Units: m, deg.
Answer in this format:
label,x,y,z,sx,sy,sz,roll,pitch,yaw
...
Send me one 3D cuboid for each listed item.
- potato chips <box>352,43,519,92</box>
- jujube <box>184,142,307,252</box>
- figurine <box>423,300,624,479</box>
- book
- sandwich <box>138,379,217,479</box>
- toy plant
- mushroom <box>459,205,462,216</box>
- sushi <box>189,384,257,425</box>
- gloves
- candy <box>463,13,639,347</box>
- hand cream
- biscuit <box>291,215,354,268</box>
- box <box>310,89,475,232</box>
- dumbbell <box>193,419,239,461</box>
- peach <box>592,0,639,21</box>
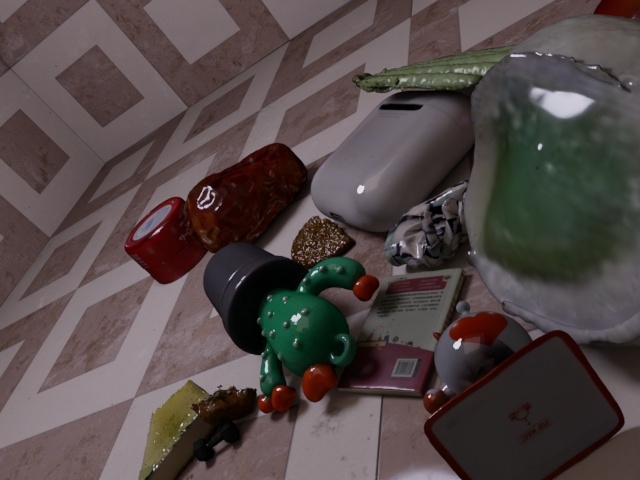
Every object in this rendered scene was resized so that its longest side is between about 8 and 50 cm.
label,x,y,z,sx,sy,sz,roll,pitch,yaw
potato chips,0.275,-0.359,1.329,0.358,0.070,0.429,-22,20,-36
jujube,-0.184,-0.114,1.590,0.342,0.216,0.216,-38,25,-22
figurine,0.205,0.161,0.764,0.183,0.160,0.226,-37,19,6
book,0.129,0.142,0.993,0.162,0.022,0.232,-10,40,42
sandwich,-0.276,0.355,1.155,0.193,0.058,0.162,-52,28,-17
toy plant,-0.064,0.120,1.100,0.279,0.185,0.400,-38,32,-14
mushroom,0.275,-0.057,1.105,0.101,0.019,0.049,-30,29,24
sushi,-0.167,0.284,1.090,0.062,0.117,0.060,-63,40,37
gloves,0.207,-0.023,1.053,0.212,0.111,0.127,-18,11,41
candy,0.332,-0.061,0.738,0.186,0.387,0.427,-4,22,-16
hand cream,-0.430,-0.004,1.767,0.230,0.149,0.230,-33,27,20
biscuit,-0.011,0.006,1.360,0.126,0.025,0.206,-45,28,-7
box,0.150,-0.172,1.296,0.349,0.141,0.288,-47,27,-12
dumbbell,-0.178,0.343,1.068,0.083,0.036,0.040,-36,28,8
peach,0.532,-0.269,0.824,0.338,0.281,0.281,-32,29,16
